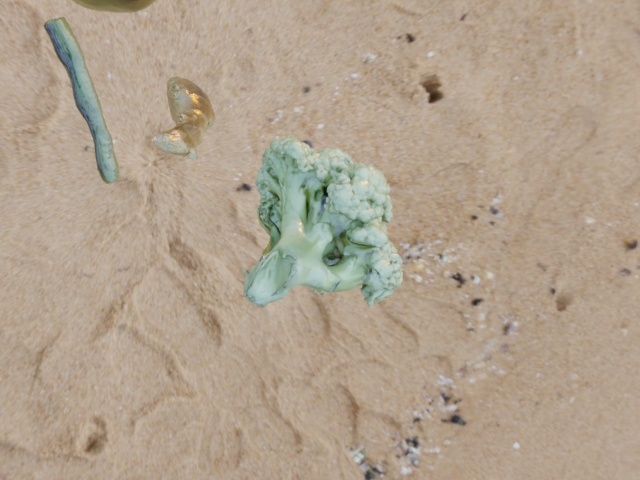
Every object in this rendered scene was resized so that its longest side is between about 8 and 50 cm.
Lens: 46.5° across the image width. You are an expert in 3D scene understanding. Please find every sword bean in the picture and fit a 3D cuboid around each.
[{"bbox_3d":[-0.374,-0.219,1.187,0.043,0.038,0.270,-7,109,24],"label":"sword bean"}]

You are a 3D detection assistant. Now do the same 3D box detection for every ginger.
[{"bbox_3d":[-0.274,-0.244,1.488,0.086,0.295,0.131,-25,115,14],"label":"ginger"}]

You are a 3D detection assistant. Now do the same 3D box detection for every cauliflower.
[{"bbox_3d":[0.014,-0.018,1.214,0.327,0.281,0.260,43,108,-13],"label":"cauliflower"}]

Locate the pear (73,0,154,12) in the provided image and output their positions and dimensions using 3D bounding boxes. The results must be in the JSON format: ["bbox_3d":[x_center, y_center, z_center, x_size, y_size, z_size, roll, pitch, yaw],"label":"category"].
[{"bbox_3d":[-0.454,-0.619,1.618,0.268,0.321,0.269,-5,111,-14],"label":"pear"}]
